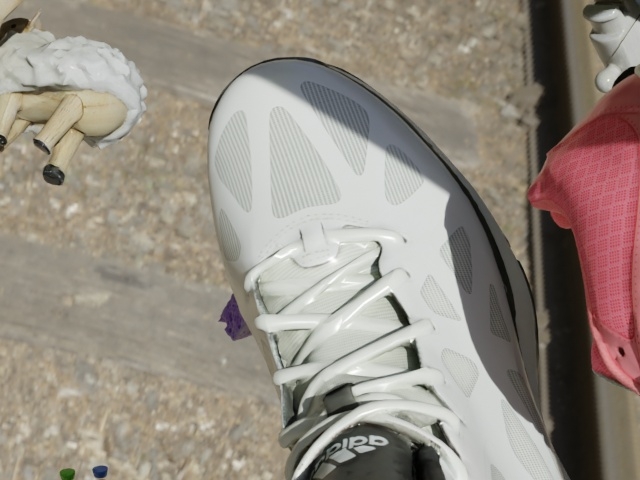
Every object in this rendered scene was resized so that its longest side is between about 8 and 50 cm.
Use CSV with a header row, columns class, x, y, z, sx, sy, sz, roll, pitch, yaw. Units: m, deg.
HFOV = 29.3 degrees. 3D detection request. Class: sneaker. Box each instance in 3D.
class,x,y,z,sx,sy,sz,roll,pitch,yaw
sneaker,0.195,0.050,0.537,0.116,0.136,0.314,27,32,-46
sneaker,0.039,0.068,0.625,0.169,0.257,0.447,-26,74,6

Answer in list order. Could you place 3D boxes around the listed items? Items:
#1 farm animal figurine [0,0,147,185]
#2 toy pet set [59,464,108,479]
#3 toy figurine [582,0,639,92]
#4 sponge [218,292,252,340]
class,x,y,z,sx,sy,sz,roll,pitch,yaw
farm animal figurine,-0.281,-0.203,0.736,0.327,0.330,0.172,7,53,20
toy pet set,-0.253,0.264,1.123,0.122,0.065,0.114,-4,15,-10
toy figurine,0.348,-0.153,1.062,0.148,0.209,0.213,50,20,-37
sponge,0.000,0.000,1.073,0.117,0.210,0.031,-10,52,-45
